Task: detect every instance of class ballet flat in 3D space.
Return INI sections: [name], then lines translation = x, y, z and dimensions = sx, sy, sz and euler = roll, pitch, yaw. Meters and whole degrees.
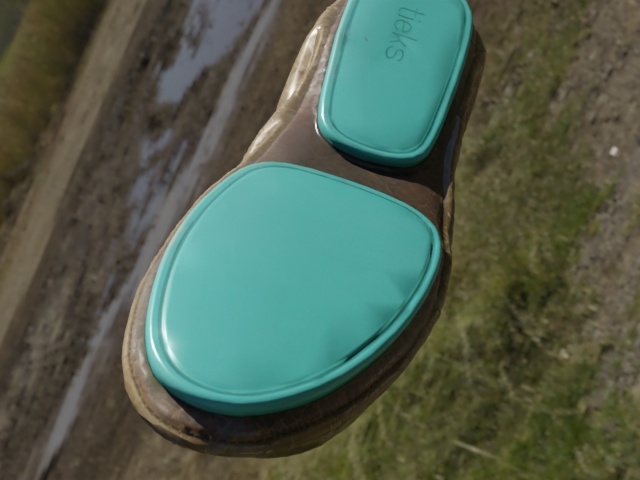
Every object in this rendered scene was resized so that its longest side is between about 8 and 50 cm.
[ballet flat]
translation = 0.000, 0.000, 0.575
dimensions = 0.342, 0.116, 0.124
euler = -70, -2, -49
